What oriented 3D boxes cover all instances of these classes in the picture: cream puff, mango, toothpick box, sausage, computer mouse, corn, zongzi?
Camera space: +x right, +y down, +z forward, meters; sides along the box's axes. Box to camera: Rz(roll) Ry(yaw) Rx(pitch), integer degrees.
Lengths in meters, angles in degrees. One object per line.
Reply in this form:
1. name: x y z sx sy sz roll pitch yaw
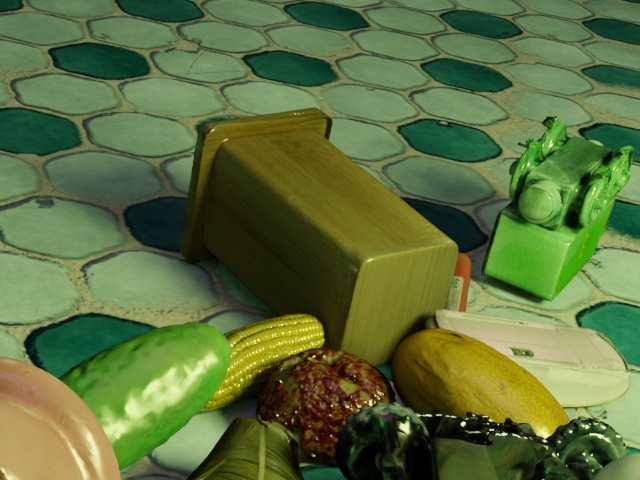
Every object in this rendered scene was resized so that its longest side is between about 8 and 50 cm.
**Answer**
1. cream puff: 0.007 0.159 1.429 0.149 0.084 0.149 7 23 -3
2. mango: 0.177 0.173 1.405 0.262 0.109 0.157 34 -6 31
3. toothpick box: 0.000 0.000 1.659 0.190 0.188 0.308 -9 35 -37
4. sausage: 0.162 0.073 1.722 0.034 0.034 0.253 11 25 3
5. computer mouse: 0.228 0.131 1.587 0.245 0.056 0.126 9 26 -25
6. corn: -0.075 0.124 1.488 0.072 0.072 0.203 28 30 34
7. zongzi: -0.019 0.241 1.238 0.204 0.094 0.205 20 26 12

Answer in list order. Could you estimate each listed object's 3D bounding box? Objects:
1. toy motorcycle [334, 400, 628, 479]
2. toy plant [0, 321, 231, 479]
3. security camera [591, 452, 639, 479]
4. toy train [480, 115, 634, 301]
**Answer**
1. toy motorcycle: 0.138 0.224 1.260 0.270 0.159 0.106 8 10 -14
2. toy plant: -0.225 0.180 1.080 0.317 0.211 0.356 -25 -2 6
3. security camera: 0.221 0.275 1.132 0.236 0.195 0.194 -6 29 -37
4. toy train: 0.305 -0.042 1.831 0.132 0.188 0.243 24 29 19
